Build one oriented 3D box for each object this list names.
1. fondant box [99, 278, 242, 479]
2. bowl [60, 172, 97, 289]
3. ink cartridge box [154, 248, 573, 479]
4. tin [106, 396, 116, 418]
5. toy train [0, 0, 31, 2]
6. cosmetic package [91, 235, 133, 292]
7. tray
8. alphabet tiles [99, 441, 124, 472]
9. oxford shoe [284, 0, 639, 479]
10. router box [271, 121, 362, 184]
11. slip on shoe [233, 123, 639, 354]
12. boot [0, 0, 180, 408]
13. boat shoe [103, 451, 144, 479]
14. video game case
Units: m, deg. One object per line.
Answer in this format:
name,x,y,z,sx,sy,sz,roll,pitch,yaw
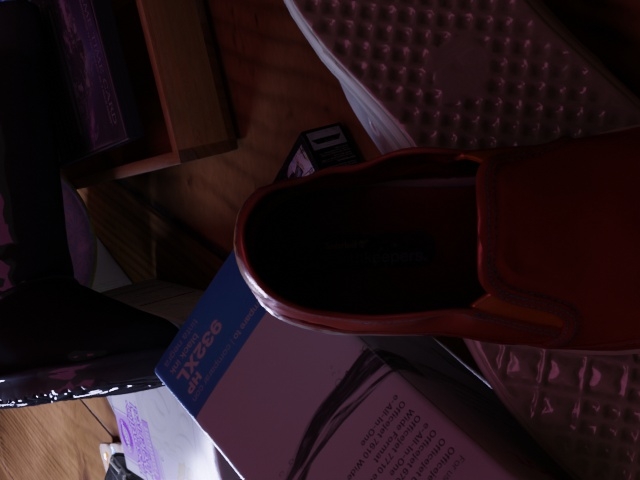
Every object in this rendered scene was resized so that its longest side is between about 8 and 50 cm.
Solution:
fondant box,-0.152,0.181,1.347,0.330,0.096,0.238,8,110,61
bowl,-0.430,0.033,1.476,0.156,0.289,0.289,131,120,-75
ink cartridge box,0.062,0.149,0.779,0.129,0.223,0.307,-55,43,4
tin,-0.273,0.226,1.655,0.189,0.040,0.106,56,143,30
toy train,-0.371,-0.347,1.456,0.105,0.080,0.184,46,125,32
cosmetic package,-0.333,0.075,1.598,0.231,0.117,0.085,45,139,44
tray,-0.228,-0.175,1.324,0.411,0.076,0.202,-4,101,63
alphabet tiles,-0.273,0.444,1.782,0.284,0.021,0.278,-19,88,62
oxford shoe,0.125,-0.040,0.708,0.449,0.169,0.130,58,-170,13
router box,0.000,0.000,1.026,0.133,0.046,0.179,64,151,18
slip on shoe,0.108,-0.001,0.594,0.101,0.331,0.123,16,-108,-74
boot,-0.302,-0.048,1.263,0.367,0.146,0.445,-12,79,40
boat shoe,-0.239,0.346,1.605,0.219,0.078,0.070,9,89,49
video game case,-0.276,-0.192,1.300,0.274,0.026,0.196,-7,98,61
